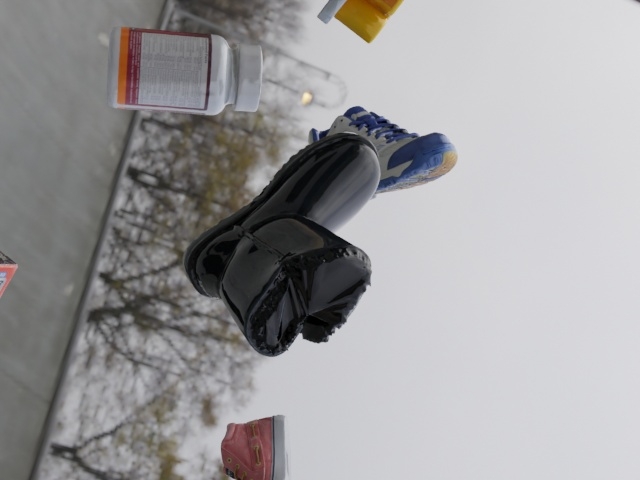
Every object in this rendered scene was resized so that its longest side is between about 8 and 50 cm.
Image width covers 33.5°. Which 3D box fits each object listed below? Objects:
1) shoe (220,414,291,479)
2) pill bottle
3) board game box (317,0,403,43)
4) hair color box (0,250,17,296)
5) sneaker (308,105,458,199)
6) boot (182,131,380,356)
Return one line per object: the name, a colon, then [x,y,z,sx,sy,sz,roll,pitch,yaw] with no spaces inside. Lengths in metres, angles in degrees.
shoe: [-0.079,0.290,1.296,0.178,0.081,0.063,-93,174,-50]
pill bottle: [-0.202,-0.249,1.578,0.121,0.221,0.121,-177,-90,-79]
board game box: [0.171,-0.370,0.880,0.390,0.050,0.390,-47,-171,32]
hair color box: [-0.266,0.058,0.644,0.167,0.093,0.053,-58,160,11]
sneaker: [0.064,-0.123,1.437,0.296,0.112,0.130,-12,-93,55]
boot: [0.000,0.000,1.019,0.246,0.094,0.207,-36,-151,-14]
